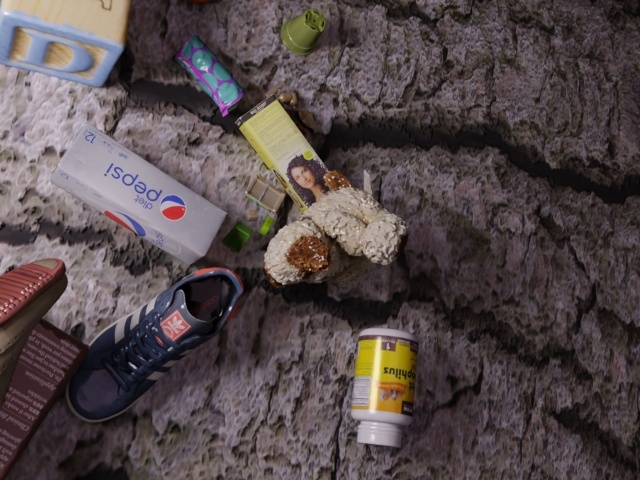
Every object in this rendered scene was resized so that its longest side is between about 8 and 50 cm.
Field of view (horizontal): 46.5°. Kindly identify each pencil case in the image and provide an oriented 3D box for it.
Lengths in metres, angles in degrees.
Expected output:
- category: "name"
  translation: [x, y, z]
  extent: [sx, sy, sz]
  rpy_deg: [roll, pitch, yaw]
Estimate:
- category: "pencil case"
  translation: [-0.211, -0.313, 1.420]
  extent: [0.151, 0.064, 0.070]
  rpy_deg: [48, 46, -10]

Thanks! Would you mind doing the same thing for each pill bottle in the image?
- category: "pill bottle"
  translation: [0.122, 0.282, 1.426]
  extent: [0.117, 0.117, 0.214]
  rpy_deg: [15, 72, -24]

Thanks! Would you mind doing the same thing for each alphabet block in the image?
- category: "alphabet block"
  translation: [-0.430, -0.400, 1.254]
  extent: [0.194, 0.192, 0.197]
  rpy_deg: [11, 74, -27]

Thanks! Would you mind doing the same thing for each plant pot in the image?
- category: "plant pot"
  translation: [-0.028, -0.437, 1.537]
  extent: [0.083, 0.079, 0.083]
  rpy_deg: [6, 76, -26]

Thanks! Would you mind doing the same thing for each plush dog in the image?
- category: "plush dog"
  translation: [0.000, 0.000, 1.360]
  extent: [0.225, 0.262, 0.210]
  rpy_deg: [-30, 86, -26]

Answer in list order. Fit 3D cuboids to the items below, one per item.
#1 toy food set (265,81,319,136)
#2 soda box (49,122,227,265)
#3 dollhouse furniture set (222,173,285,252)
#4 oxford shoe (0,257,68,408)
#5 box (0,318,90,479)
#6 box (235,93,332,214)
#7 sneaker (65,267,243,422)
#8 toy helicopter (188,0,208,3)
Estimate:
- category: "toy food set"
  translation: [-0.063, -0.256, 1.513]
  extent: [0.078, 0.019, 0.122]
  rpy_deg: [-42, 107, -28]
- category: "soda box"
  translation: [-0.313, -0.074, 1.295]
  extent: [0.286, 0.091, 0.098]
  rpy_deg: [33, 64, -18]
- category: "dollhouse furniture set"
  translation: [-0.129, -0.048, 1.426]
  extent: [0.076, 0.058, 0.151]
  rpy_deg: [33, 46, -10]
- category: "oxford shoe"
  translation: [-0.465, 0.166, 1.011]
  extent: [0.348, 0.123, 0.130]
  rpy_deg: [-48, 127, -29]
- category: "box"
  translation: [-0.526, 0.272, 1.077]
  extent: [0.191, 0.143, 0.381]
  rpy_deg: [37, 62, -16]
- category: "box"
  translation: [-0.061, -0.165, 1.459]
  extent: [0.087, 0.058, 0.232]
  rpy_deg: [-40, 97, -14]
- category: "sneaker"
  translation: [-0.267, 0.157, 1.232]
  extent: [0.131, 0.148, 0.350]
  rpy_deg: [50, 62, -9]
- category: "toy helicopter"
  translation: [-0.154, -0.625, 1.474]
  extent: [0.355, 0.140, 0.234]
  rpy_deg: [-40, 120, -45]
